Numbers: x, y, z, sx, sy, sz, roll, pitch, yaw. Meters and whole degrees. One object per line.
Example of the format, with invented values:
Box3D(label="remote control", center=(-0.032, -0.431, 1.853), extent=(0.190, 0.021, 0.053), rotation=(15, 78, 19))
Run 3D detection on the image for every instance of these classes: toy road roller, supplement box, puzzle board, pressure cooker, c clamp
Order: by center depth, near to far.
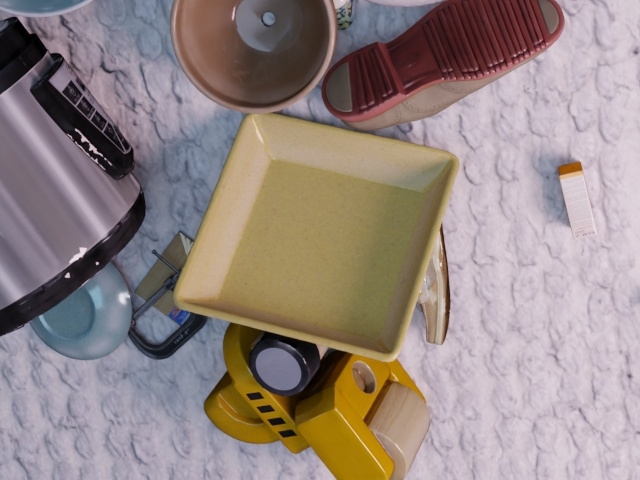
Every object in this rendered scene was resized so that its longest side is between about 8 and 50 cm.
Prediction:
Box3D(label="pressure cooker", center=(-0.490, -0.111, 1.882), extent=(0.369, 0.375, 0.420), rotation=(-16, 115, 41))
Box3D(label="supplement box", center=(0.370, -0.057, 1.954), extent=(0.036, 0.062, 0.098), rotation=(-13, 103, 11))
Box3D(label="toy road roller", center=(-0.019, 0.240, 2.038), extent=(0.240, 0.202, 0.329), rotation=(-33, 101, 33))
Box3D(label="puzzle board", center=(-0.216, 0.061, 2.106), extent=(0.096, 0.011, 0.128), rotation=(37, 109, -5))
Box3D(label="c clamp", center=(-0.250, 0.107, 2.110), extent=(0.137, 0.022, 0.161), rotation=(38, 112, -10))

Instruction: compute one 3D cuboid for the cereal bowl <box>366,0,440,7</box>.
Box3D(label="cereal bowl", center=(0.124, -0.460, 1.776), extent=(0.338, 0.141, 0.339), rotation=(-5, 119, -9))

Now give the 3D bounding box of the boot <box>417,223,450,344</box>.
Box3D(label="boot", center=(0.107, 0.055, 2.020), extent=(0.165, 0.077, 0.213), rotation=(-5, 99, 9))

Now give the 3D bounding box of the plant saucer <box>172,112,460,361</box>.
Box3D(label="plant saucer", center=(0.000, 0.000, 1.931), extent=(0.332, 0.081, 0.333), rotation=(14, 66, 14))

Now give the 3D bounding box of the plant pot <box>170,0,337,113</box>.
Box3D(label="plant pot", center=(-0.086, -0.306, 1.921), extent=(0.237, 0.110, 0.237), rotation=(3, 108, 10))

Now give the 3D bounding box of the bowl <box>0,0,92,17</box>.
Box3D(label="bowl", center=(-0.382, -0.476, 1.891), extent=(0.311, 0.163, 0.312), rotation=(2, 106, 8))

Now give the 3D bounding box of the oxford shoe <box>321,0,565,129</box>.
Box3D(label="oxford shoe", center=(0.177, -0.249, 1.904), extent=(0.348, 0.130, 0.123), rotation=(-17, 71, 14))

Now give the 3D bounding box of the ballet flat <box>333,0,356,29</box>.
Box3D(label="ballet flat", center=(0.010, -0.386, 1.910), extent=(0.070, 0.070, 0.188), rotation=(-8, 105, 11))

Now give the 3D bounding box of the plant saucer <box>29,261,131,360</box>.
Box3D(label="plant saucer", center=(-0.389, 0.101, 2.113), extent=(0.194, 0.037, 0.195), rotation=(5, 107, 18))
